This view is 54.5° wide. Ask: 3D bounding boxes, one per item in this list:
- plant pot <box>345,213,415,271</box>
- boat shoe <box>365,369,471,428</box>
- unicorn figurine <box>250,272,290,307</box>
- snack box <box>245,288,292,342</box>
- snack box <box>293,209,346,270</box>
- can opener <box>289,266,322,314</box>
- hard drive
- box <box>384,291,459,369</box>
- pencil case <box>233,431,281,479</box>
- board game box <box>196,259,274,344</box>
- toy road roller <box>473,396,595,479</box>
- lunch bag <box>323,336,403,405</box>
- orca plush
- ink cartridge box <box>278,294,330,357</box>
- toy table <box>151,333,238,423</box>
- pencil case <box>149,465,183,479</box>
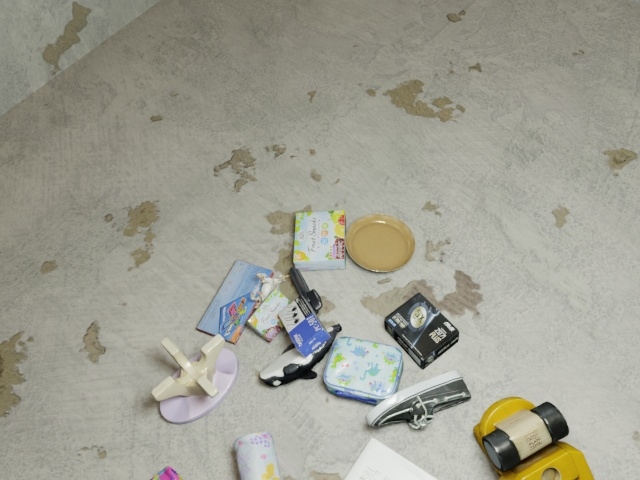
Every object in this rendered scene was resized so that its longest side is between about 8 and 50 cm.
[{"bbox_3d":[0.200,0.013,2.088,0.236,0.032,0.236,0,55,-1],"label":"plant pot"},{"bbox_3d":[0.277,0.466,1.733,0.306,0.113,0.105,-16,59,-21],"label":"boat shoe"},{"bbox_3d":[-0.172,0.153,2.040,0.060,0.111,0.162,25,82,33],"label":"unicorn figurine"},{"bbox_3d":[-0.155,0.238,1.978,0.100,0.037,0.141,42,67,-6],"label":"snack box"},{"bbox_3d":[0.000,0.000,2.125,0.174,0.070,0.207,-2,54,7],"label":"snack box"},{"bbox_3d":[-0.051,0.163,2.026,0.073,0.059,0.186,-35,57,6],"label":"can opener"},{"bbox_3d":[0.136,0.726,1.614,0.233,0.047,0.353,27,63,25],"label":"hard drive"},{"bbox_3d":[0.304,0.272,1.880,0.147,0.077,0.180,-34,57,-14],"label":"box"},{"bbox_3d":[-0.162,0.659,1.673,0.124,0.113,0.273,-43,47,34],"label":"pencil case"},{"bbox_3d":[-0.279,0.199,2.062,0.145,0.027,0.281,16,60,21],"label":"board game box"},{"bbox_3d":[0.532,0.562,1.599,0.202,0.240,0.330,-26,93,-9],"label":"toy road roller"},{"bbox_3d":[0.126,0.385,1.824,0.219,0.090,0.176,9,57,16],"label":"lunch bag"},{"bbox_3d":[-0.039,0.365,1.885,0.287,0.102,0.151,-38,18,-16],"label":"orca plush"},{"bbox_3d":[-0.052,0.254,1.872,0.097,0.046,0.207,-40,32,1],"label":"ink cartridge box"},{"bbox_3d":[-0.376,0.407,1.854,0.252,0.161,0.274,26,62,24],"label":"toy table"},{"bbox_3d":[-0.483,0.719,1.696,0.236,0.104,0.104,-34,57,-15],"label":"pencil case"}]
